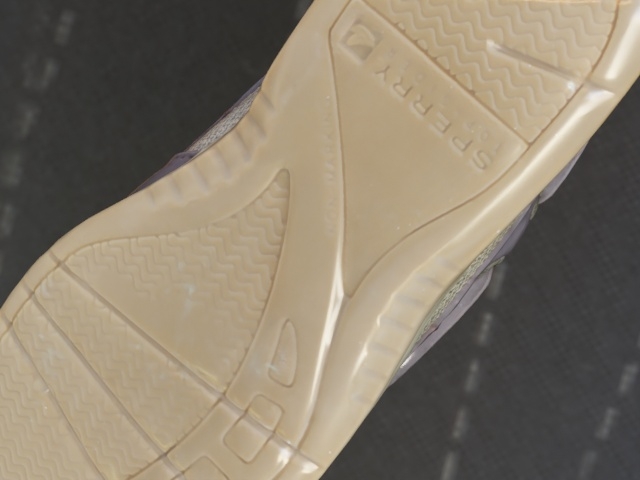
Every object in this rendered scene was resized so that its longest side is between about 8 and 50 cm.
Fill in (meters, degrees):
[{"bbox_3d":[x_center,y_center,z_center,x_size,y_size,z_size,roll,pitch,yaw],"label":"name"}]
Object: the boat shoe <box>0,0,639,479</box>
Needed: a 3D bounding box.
[{"bbox_3d":[0.000,0.000,0.524,0.285,0.103,0.092,-49,-13,23],"label":"boat shoe"}]
